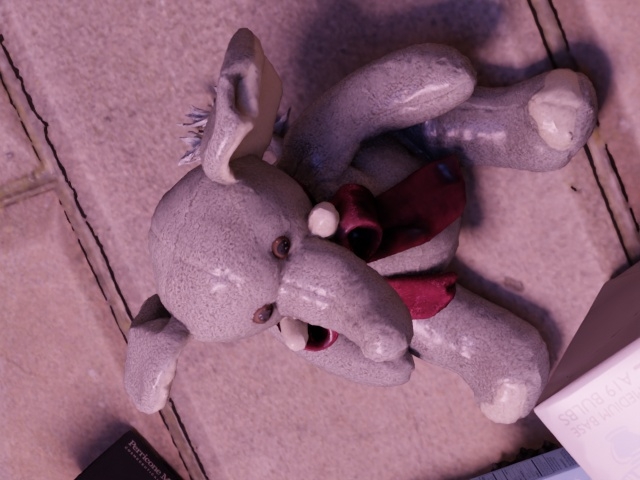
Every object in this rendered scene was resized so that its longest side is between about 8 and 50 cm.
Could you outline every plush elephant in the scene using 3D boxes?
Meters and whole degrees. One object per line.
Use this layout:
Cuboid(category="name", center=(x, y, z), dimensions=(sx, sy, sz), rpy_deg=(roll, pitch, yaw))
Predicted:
Cuboid(category="plush elephant", center=(0.000, 0.000, 0.912), dimensions=(0.330, 0.255, 0.272), rpy_deg=(21, 118, 15))

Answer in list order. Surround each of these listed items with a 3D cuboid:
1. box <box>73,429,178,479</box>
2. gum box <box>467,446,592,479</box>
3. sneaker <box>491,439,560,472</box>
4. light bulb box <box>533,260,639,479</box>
Cuboid(category="box", center=(-0.174, 0.275, 1.164), dimensions=(0.156, 0.158, 0.093), rpy_deg=(46, 123, 0))
Cuboid(category="gum box", center=(0.203, 0.226, 0.991), dimensions=(0.184, 0.041, 0.157), rpy_deg=(-18, 104, -1))
Cuboid(category="sneaker", center=(0.111, 0.248, 1.070), dimensions=(0.234, 0.078, 0.106), rpy_deg=(-30, 94, 29))
Cuboid(category="light bulb box", center=(0.390, 0.104, 0.796), dimensions=(0.361, 0.225, 0.358), rpy_deg=(49, 122, 0))
